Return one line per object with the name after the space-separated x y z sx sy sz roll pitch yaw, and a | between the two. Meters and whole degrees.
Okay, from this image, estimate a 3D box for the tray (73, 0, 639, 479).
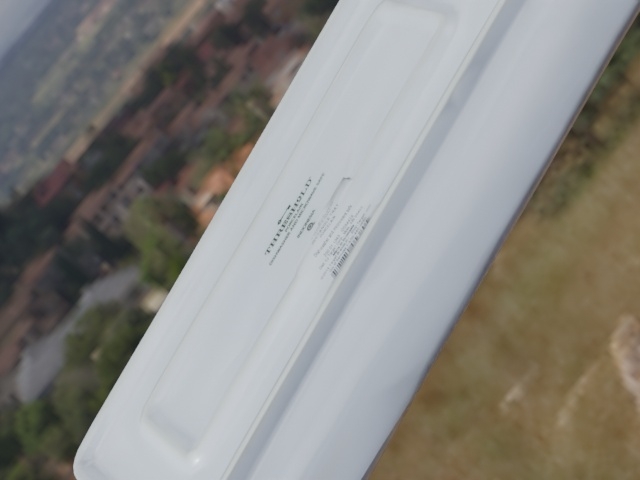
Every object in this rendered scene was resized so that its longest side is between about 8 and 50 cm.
0.000 0.000 0.565 0.270 0.030 0.145 -60 31 -1 | tray
